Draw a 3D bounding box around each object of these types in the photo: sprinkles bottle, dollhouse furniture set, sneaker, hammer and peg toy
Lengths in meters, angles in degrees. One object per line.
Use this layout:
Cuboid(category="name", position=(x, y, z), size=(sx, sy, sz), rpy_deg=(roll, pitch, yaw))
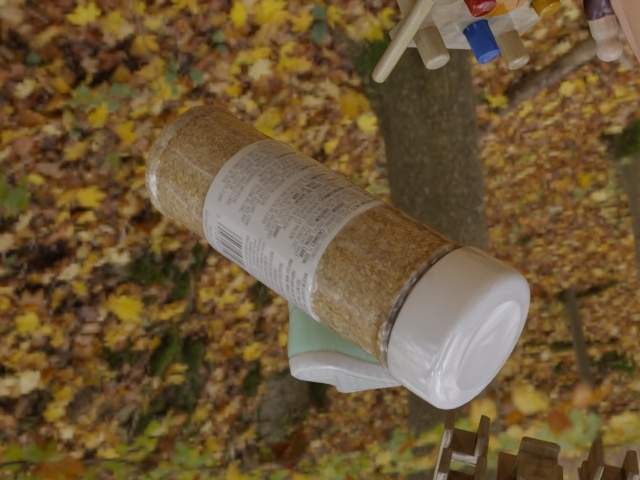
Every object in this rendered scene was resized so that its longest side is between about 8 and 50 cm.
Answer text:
Cuboid(category="sprinkles bottle", position=(0.000, 0.000, 0.774), size=(0.355, 0.121, 0.121), rpy_deg=(32, -168, 33))
Cuboid(category="dollhouse furniture set", position=(0.215, 0.327, 0.960), size=(0.212, 0.160, 0.242), rpy_deg=(12, -153, 9))
Cuboid(category="sneaker", position=(0.039, 0.110, 1.158), size=(0.094, 0.151, 0.256), rpy_deg=(-14, 158, 23))
Cuboid(category="hammer and peg toy", position=(0.214, -0.338, 1.227), size=(0.361, 0.127, 0.266), rpy_deg=(-9, 161, -40))

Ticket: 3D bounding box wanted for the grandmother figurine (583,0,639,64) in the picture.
Cuboid(category="grandmother figurine", position=(0.317, -0.258, 0.889), size=(0.104, 0.342, 0.208), rpy_deg=(-9, 159, -32))
